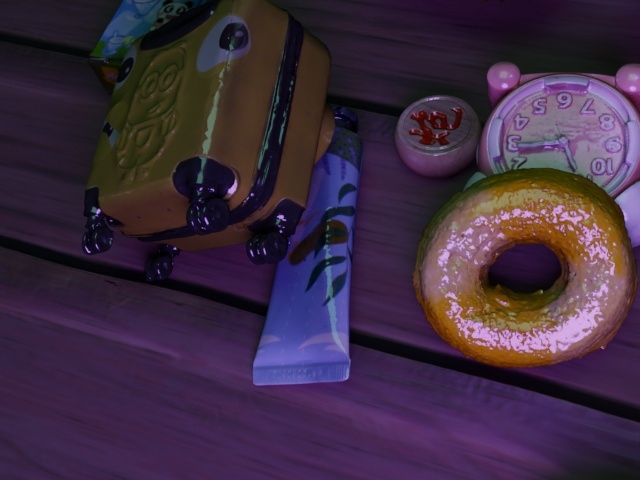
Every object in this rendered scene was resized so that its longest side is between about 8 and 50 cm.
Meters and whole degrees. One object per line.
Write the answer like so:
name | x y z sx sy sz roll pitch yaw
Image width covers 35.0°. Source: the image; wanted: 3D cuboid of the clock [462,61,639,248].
clock | 0.210 -0.064 0.882 0.166 0.093 0.162 4 66 13

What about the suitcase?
suitcase | -0.094 -0.088 0.902 0.194 0.143 0.235 -10 61 44

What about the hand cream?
hand cream | 0.000 0.000 0.902 0.091 0.058 0.271 -5 58 24

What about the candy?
candy | -0.161 -0.242 1.100 0.097 0.062 0.194 11 59 21

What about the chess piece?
chess piece | 0.111 -0.098 0.952 0.083 0.038 0.084 -7 56 10

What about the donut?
donut | 0.158 0.023 0.799 0.178 0.065 0.162 -19 85 11
